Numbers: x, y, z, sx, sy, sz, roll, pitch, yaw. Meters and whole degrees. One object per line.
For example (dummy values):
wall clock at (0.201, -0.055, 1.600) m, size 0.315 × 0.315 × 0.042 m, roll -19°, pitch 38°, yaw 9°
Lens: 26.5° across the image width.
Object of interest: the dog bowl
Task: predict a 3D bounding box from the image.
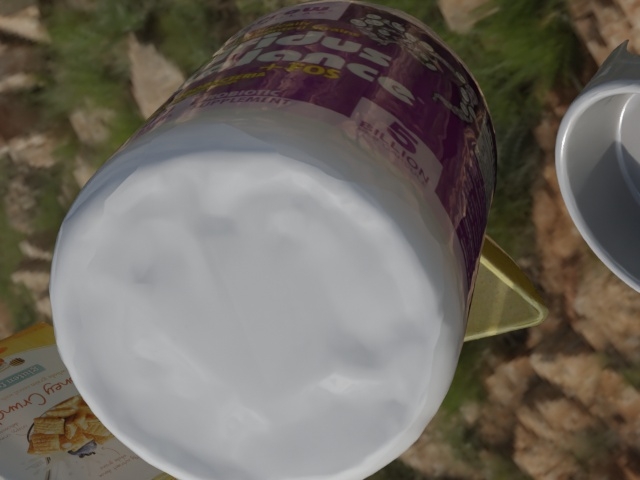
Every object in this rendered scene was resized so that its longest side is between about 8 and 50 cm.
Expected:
dog bowl at (0.416, -0.065, 1.552) m, size 0.349 × 0.102 × 0.348 m, roll 36°, pitch 145°, yaw 31°

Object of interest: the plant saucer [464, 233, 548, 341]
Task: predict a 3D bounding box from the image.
plant saucer at (0.000, 0.000, 1.309) m, size 0.333 × 0.081 × 0.333 m, roll -17°, pitch 138°, yaw 39°

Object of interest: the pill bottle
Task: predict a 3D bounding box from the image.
pill bottle at (-0.002, -0.022, 0.657) m, size 0.169 × 0.301 × 0.169 m, roll 4°, pitch 113°, yaw 9°

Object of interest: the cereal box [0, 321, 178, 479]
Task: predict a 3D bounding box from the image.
cereal box at (-0.217, 0.158, 1.124) m, size 0.240 × 0.173 × 0.047 m, roll 24°, pitch 122°, yaw 33°
